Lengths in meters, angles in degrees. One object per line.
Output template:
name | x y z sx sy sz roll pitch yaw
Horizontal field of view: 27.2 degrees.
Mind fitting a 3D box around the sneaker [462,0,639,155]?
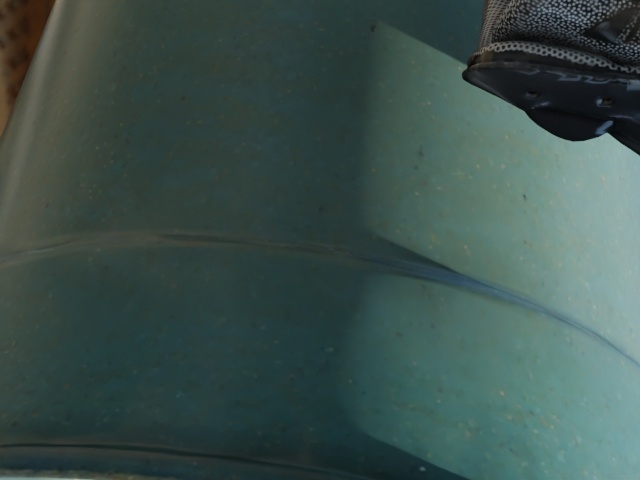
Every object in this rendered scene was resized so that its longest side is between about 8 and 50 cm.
sneaker | 0.126 -0.036 0.318 0.101 0.153 0.268 -65 -151 10

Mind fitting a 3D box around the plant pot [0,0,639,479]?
plant pot | 0.000 0.000 0.568 0.341 0.341 0.334 -18 -128 40
